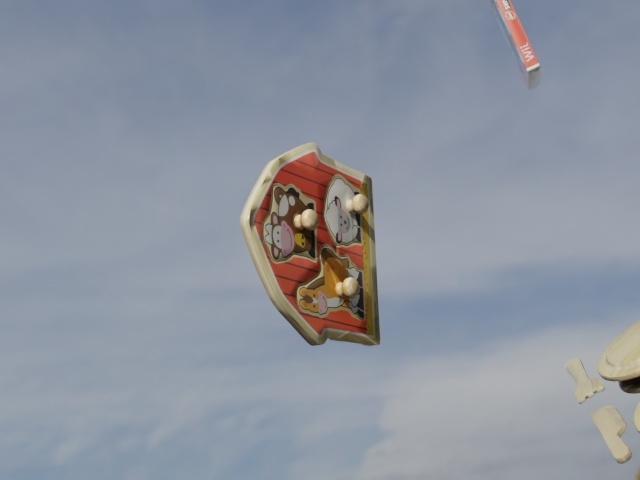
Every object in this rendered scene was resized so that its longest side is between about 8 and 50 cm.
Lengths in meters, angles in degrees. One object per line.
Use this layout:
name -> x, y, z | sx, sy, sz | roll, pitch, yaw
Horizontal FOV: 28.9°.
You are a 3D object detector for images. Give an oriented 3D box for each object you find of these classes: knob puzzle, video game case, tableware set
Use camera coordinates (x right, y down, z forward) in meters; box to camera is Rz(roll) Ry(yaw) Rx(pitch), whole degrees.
knob puzzle -> 0.000, 0.000, 1.134 | 0.030, 0.213, 0.213 | -12, -20, 35
video game case -> 0.286, -0.388, 1.999 | 0.025, 0.285, 0.204 | -24, -5, 8
tableware set -> 0.228, 0.087, 0.773 | 0.128, 0.039, 0.194 | -33, 8, 8
